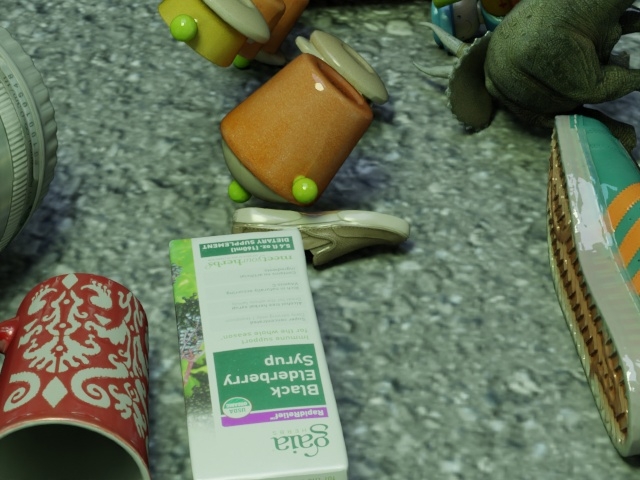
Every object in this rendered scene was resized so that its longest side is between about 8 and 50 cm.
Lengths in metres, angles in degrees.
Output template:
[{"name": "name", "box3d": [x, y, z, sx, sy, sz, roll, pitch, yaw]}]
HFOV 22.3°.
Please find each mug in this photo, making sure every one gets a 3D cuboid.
[{"name": "mug", "box3d": [-0.172, 0.094, 1.043, 0.113, 0.150, 0.169, -36, 28, 21]}]

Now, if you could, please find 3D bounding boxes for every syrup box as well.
[{"name": "syrup box", "box3d": [-0.042, 0.101, 1.057, 0.093, 0.096, 0.237, -6, 37, -5]}]

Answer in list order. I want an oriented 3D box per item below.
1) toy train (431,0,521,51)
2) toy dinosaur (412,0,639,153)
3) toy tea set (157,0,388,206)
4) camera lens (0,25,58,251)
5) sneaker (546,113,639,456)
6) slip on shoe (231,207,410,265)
[{"name": "toy train", "box3d": [0.153, -0.231, 1.372, 0.143, 0.248, 0.105, -5, 73, 12]}, {"name": "toy dinosaur", "box3d": [0.192, -0.145, 1.279, 0.160, 0.313, 0.121, 8, 77, -14]}, {"name": "toy tea set", "box3d": [-0.052, -0.130, 1.321, 0.200, 0.124, 0.336, 43, 14, -3]}, {"name": "camera lens", "box3d": [-0.334, -0.045, 1.120, 0.219, 0.219, 0.274, 13, 24, 18]}, {"name": "sneaker", "box3d": [0.236, 0.023, 1.143, 0.121, 0.108, 0.302, -5, 46, -5]}, {"name": "slip on shoe", "box3d": [0.000, 0.000, 1.231, 0.135, 0.051, 0.041, 3, 78, -6]}]
